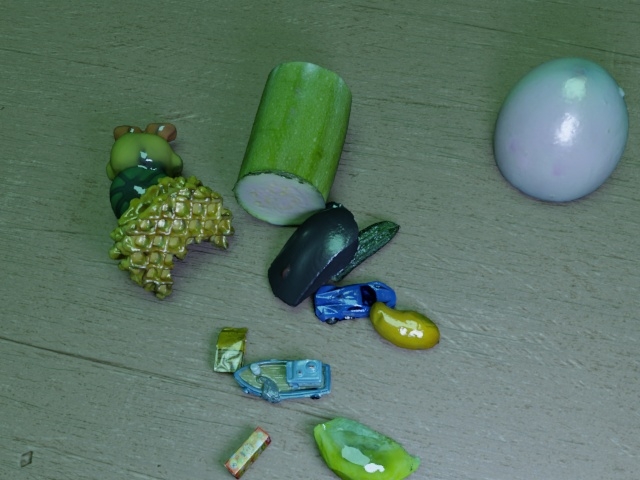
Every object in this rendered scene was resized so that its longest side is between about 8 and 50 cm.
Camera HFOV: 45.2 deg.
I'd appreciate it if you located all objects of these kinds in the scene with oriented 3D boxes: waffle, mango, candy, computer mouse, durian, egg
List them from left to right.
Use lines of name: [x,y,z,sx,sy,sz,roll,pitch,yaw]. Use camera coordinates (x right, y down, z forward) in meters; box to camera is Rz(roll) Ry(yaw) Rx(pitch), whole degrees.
waffle: [-0.383,-0.020,2.005,0.324,0.261,0.151,-43,48,-21]
candy: [-0.170,0.500,1.808,0.038,0.062,0.122,36,69,20]
computer mouse: [-0.025,0.031,1.978,0.295,0.087,0.168,-44,50,2]
durian: [0.097,0.494,1.775,0.250,0.101,0.139,25,65,16]
mango: [0.210,0.219,1.926,0.190,0.075,0.098,21,77,0]
egg: [0.654,-0.328,2.061,0.355,0.340,0.354,-2,60,3]

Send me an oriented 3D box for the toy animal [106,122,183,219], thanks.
toy animal: [-0.492,-0.191,2.130,0.216,0.191,0.338,-6,62,-1]

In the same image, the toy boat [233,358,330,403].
toy boat: [-0.094,0.334,1.876,0.238,0.098,0.109,-2,58,3]

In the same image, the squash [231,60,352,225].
squash: [-0.068,-0.260,2.104,0.263,0.263,0.384,10,62,8]

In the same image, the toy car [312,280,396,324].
toy car: [0.088,0.154,1.983,0.216,0.063,0.103,-7,61,-1]

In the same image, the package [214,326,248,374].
package: [-0.226,0.274,1.943,0.071,0.047,0.131,3,63,8]

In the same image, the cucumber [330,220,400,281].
cucumber: [0.101,0.022,2.050,0.265,0.077,0.077,-38,66,-17]

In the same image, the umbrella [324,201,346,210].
umbrella: [0.002,0.001,2.074,0.071,0.080,0.224,36,69,-19]
